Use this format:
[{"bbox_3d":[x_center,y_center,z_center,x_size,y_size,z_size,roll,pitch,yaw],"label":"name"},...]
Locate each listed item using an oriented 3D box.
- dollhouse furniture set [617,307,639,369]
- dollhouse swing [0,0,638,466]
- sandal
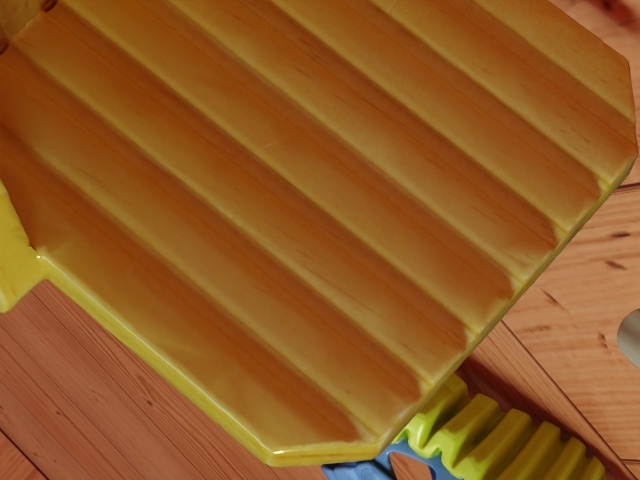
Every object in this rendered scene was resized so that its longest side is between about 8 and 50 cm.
[{"bbox_3d":[0.221,0.077,1.104,0.123,0.144,0.151,41,174,20],"label":"dollhouse furniture set"},{"bbox_3d":[-0.033,-0.120,0.940,0.305,0.347,0.315,34,157,26],"label":"dollhouse swing"},{"bbox_3d":[0.113,0.194,1.546,0.317,0.126,0.138,38,133,25],"label":"sandal"}]
